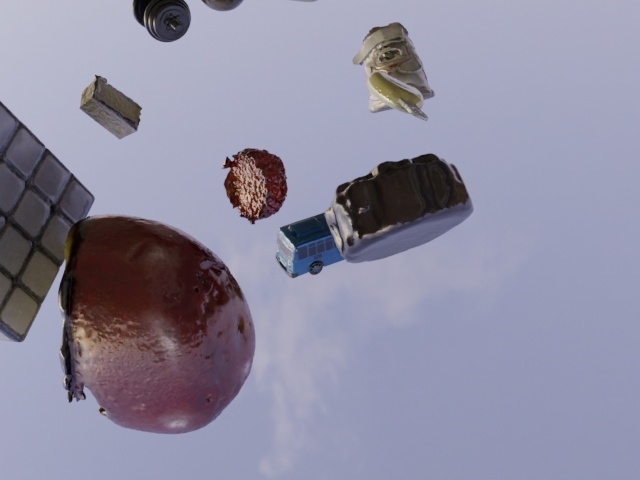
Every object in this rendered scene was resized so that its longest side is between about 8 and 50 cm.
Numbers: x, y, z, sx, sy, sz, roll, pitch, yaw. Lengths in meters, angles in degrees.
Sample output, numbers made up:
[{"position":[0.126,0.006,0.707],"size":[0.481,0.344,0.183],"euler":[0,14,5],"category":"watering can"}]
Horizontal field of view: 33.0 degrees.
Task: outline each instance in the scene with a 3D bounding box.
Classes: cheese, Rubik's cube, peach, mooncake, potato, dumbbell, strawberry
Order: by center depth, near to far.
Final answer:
[{"position":[-0.313,0.137,1.945],"size":[0.353,0.416,0.339],"euler":[-42,-158,15],"category":"peach"},{"position":[-0.688,-0.046,1.985],"size":[0.337,0.343,0.344],"euler":[2,-123,31],"category":"Rubik's cube"},{"position":[-0.117,-0.106,2.035],"size":[0.145,0.145,0.086],"euler":[17,-162,36],"category":"strawberry"},{"position":[0.149,-0.063,2.074],"size":[0.283,0.283,0.141],"euler":[-16,-103,-9],"category":"mooncake"},{"position":[-0.425,-0.269,2.179],"size":[0.061,0.122,0.086],"euler":[-35,-144,28],"category":"potato"},{"position":[-0.321,-0.461,2.185],"size":[0.099,0.099,0.208],"euler":[-21,-145,-17],"category":"dumbbell"},{"position":[0.179,-0.294,2.289],"size":[0.127,0.050,0.255],"euler":[21,-163,-21],"category":"cheese"}]

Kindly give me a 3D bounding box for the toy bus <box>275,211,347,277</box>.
[{"position":[0.000,0.000,2.260],"size":[0.185,0.106,0.090],"euler":[-19,-140,-21],"category":"toy bus"}]

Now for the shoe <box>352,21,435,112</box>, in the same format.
[{"position":[0.179,-0.452,2.808],"size":[0.172,0.198,0.351],"euler":[-17,-163,0],"category":"shoe"}]

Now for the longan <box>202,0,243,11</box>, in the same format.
[{"position":[-0.193,-0.500,2.109],"size":[0.106,0.106,0.119],"euler":[-14,-142,-6],"category":"longan"}]
